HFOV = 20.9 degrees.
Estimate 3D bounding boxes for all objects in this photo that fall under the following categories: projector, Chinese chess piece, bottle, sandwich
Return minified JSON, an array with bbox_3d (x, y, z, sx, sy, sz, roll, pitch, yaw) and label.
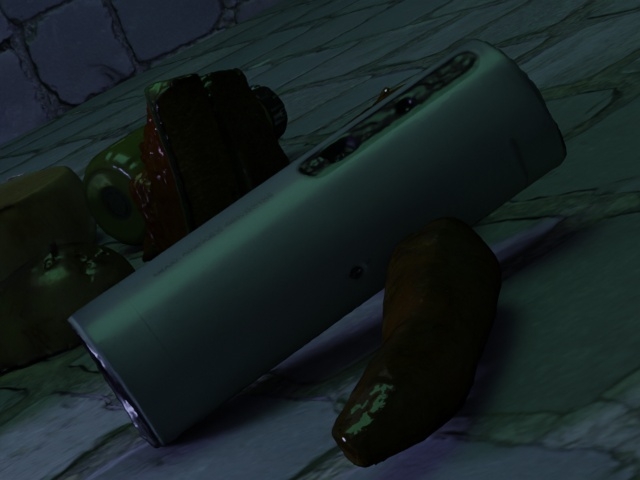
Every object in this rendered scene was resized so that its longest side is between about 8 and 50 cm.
[{"bbox_3d":[0.000,0.000,1.142,0.337,0.108,0.108,-35,14,-11],"label":"projector"},{"bbox_3d":[-0.375,0.003,1.970,0.251,0.097,0.251,-22,13,5],"label":"Chinese chess piece"},{"bbox_3d":[-0.136,-0.092,1.875,0.112,0.112,0.260,-13,17,44],"label":"bottle"},{"bbox_3d":[-0.103,-0.060,1.521,0.109,0.184,0.160,-22,13,-25],"label":"sandwich"}]

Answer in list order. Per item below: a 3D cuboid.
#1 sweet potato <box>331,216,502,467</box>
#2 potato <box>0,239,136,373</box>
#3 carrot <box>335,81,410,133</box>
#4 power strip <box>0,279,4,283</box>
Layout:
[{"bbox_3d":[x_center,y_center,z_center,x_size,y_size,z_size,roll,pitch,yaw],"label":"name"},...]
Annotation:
[{"bbox_3d":[0.062,0.054,0.985,0.075,0.075,0.273,-20,16,18],"label":"sweet potato"},{"bbox_3d":[-0.245,0.050,1.536,0.172,0.089,0.100,-26,15,-13],"label":"potato"},{"bbox_3d":[0.063,-0.058,1.361,0.114,0.114,0.302,-20,12,19],"label":"carrot"},{"bbox_3d":[-0.445,0.119,1.707,0.387,0.066,0.092,-15,17,29],"label":"power strip"}]
